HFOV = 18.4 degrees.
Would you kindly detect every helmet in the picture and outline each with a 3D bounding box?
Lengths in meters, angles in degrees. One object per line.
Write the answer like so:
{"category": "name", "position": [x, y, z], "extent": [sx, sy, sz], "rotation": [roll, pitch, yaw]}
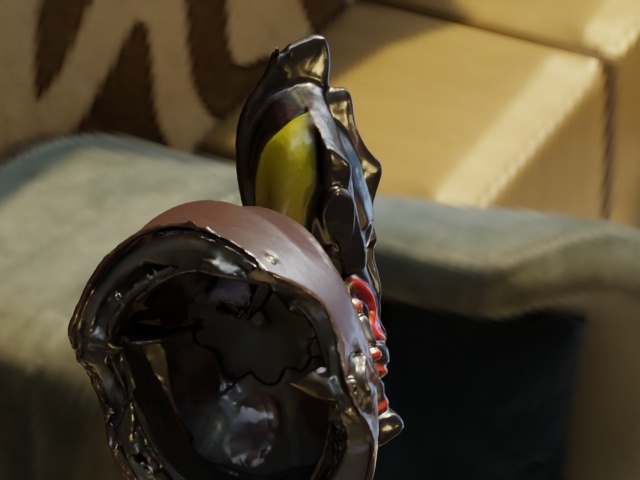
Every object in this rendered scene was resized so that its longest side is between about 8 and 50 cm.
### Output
{"category": "helmet", "position": [-0.026, 0.040, 0.680], "extent": [0.123, 0.098, 0.070], "rotation": [64, 24, -17]}

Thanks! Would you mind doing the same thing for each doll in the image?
{"category": "doll", "position": [-0.002, 0.001, 1.177], "extent": [0.088, 0.127, 0.248], "rotation": [-27, 121, -37]}
